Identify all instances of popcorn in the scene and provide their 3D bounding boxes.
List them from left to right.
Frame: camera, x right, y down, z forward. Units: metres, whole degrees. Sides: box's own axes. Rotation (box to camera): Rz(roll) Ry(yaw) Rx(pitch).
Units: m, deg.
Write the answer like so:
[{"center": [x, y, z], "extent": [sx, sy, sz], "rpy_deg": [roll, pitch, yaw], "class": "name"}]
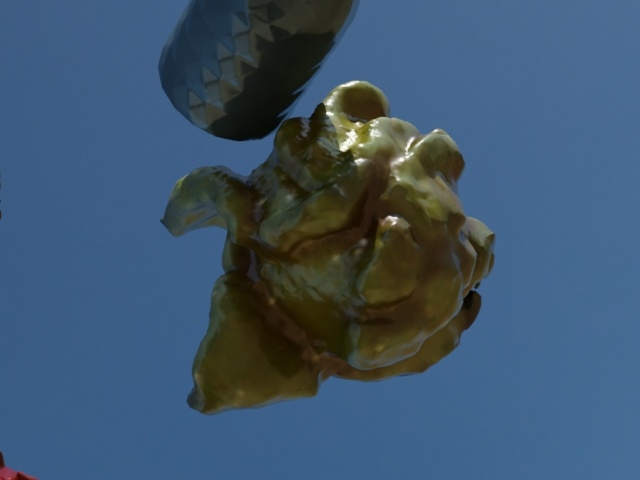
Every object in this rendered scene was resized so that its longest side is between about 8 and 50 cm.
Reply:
[{"center": [-0.004, -0.001, 1.479], "extent": [0.321, 0.325, 0.290], "rpy_deg": [-25, -40, -56], "class": "popcorn"}]

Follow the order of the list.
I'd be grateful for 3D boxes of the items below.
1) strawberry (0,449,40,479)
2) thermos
[{"center": [-0.281, 0.261, 0.910], "extent": [0.292, 0.292, 0.343], "rpy_deg": [-61, -18, 9], "class": "strawberry"}, {"center": [-0.046, -0.238, 1.414], "extent": [0.145, 0.182, 0.286], "rpy_deg": [-18, -23, -37], "class": "thermos"}]
